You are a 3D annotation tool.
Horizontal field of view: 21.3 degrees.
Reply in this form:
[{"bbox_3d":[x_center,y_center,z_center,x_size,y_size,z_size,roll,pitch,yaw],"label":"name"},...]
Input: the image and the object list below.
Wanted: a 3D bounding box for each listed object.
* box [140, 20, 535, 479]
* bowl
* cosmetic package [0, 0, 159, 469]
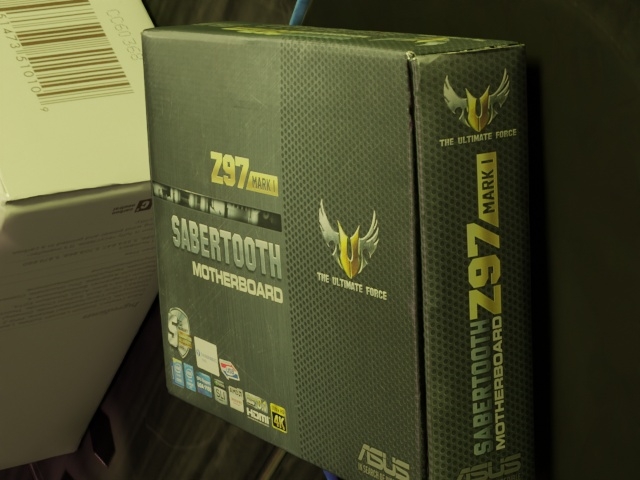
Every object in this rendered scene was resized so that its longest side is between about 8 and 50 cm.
[{"bbox_3d":[0.000,0.000,0.739,0.232,0.059,0.183,16,111,56],"label":"box"},{"bbox_3d":[0.096,0.015,0.718,0.391,0.077,0.391,24,118,55],"label":"bowl"},{"bbox_3d":[-0.225,-0.011,1.166,0.217,0.156,0.385,62,144,25],"label":"cosmetic package"}]
